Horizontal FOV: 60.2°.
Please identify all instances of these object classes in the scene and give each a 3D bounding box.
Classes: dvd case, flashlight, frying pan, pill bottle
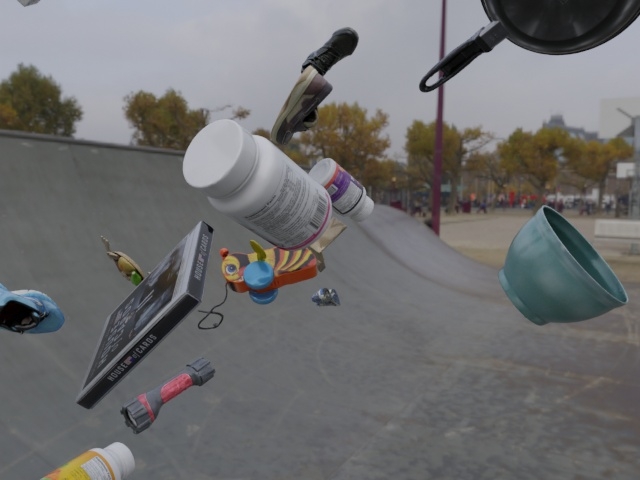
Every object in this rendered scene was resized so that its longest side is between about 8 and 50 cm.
[{"bbox_3d":[-0.238,0.098,0.762,0.029,0.239,0.179,39,20,-24],"label":"dvd case"},{"bbox_3d":[-0.467,0.476,1.729,0.304,0.103,0.103,-29,-17,-40],"label":"flashlight"},{"bbox_3d":[0.225,-0.294,0.670,0.326,0.197,0.053,-7,38,38],"label":"frying pan"},{"bbox_3d":[-0.615,0.634,1.444,0.136,0.136,0.246,3,12,29],"label":"pill bottle"},{"bbox_3d":[0.060,-0.135,1.555,0.193,0.108,0.108,37,-17,-31],"label":"pill bottle"},{"bbox_3d":[-0.113,-0.099,1.047,0.160,0.160,0.283,4,-20,35],"label":"pill bottle"}]

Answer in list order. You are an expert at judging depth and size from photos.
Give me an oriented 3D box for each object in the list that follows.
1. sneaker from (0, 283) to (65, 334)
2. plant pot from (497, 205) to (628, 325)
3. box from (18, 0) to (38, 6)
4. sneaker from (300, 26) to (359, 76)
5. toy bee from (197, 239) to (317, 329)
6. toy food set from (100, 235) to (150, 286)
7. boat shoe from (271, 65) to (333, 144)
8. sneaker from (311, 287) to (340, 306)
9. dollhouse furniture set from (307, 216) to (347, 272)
[{"bbox_3d":[-0.386,0.100,0.710,0.073,0.063,0.162,29,-9,19],"label":"sneaker"},{"bbox_3d":[0.568,0.088,1.357,0.196,0.293,0.293,-45,-20,28],"label":"plant pot"},{"bbox_3d":[-0.491,-0.464,0.919,0.101,0.102,0.087,45,8,-28],"label":"box"},{"bbox_3d":[0.022,-0.554,1.682,0.087,0.130,0.228,42,-37,-25],"label":"sneaker"},{"bbox_3d":[-0.166,0.065,1.303,0.298,0.195,0.162,-12,54,-30],"label":"toy bee"},{"bbox_3d":[-0.532,0.080,1.506,0.192,0.038,0.132,34,-31,12],"label":"toy food set"},{"bbox_3d":[-0.050,-0.325,1.423,0.092,0.103,0.285,36,-34,-2],"label":"boat shoe"},{"bbox_3d":[0.015,0.175,1.664,0.058,0.052,0.135,-25,-26,19],"label":"sneaker"},{"bbox_3d":[0.000,0.000,1.737,0.144,0.123,0.151,36,-19,29],"label":"dollhouse furniture set"}]
